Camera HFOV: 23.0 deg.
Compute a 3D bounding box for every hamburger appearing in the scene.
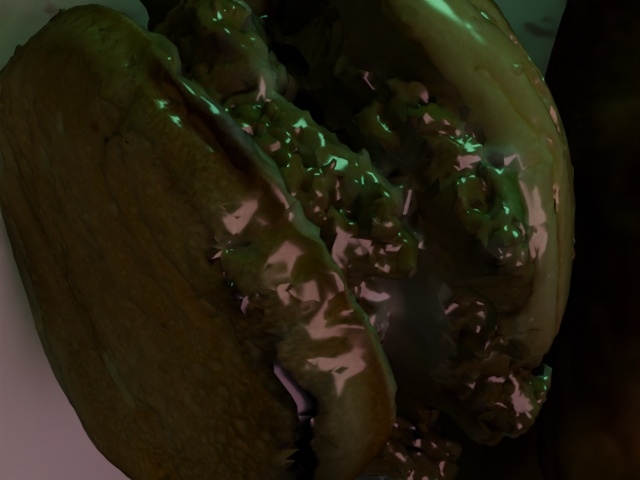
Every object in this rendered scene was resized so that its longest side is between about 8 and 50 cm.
[{"bbox_3d":[0.000,0.000,0.424,0.131,0.159,0.185,-26,108,-28],"label":"hamburger"}]

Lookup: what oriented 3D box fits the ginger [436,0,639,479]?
[{"bbox_3d":[0.138,-0.012,0.507,0.176,0.254,0.418,21,81,-14],"label":"ginger"}]
